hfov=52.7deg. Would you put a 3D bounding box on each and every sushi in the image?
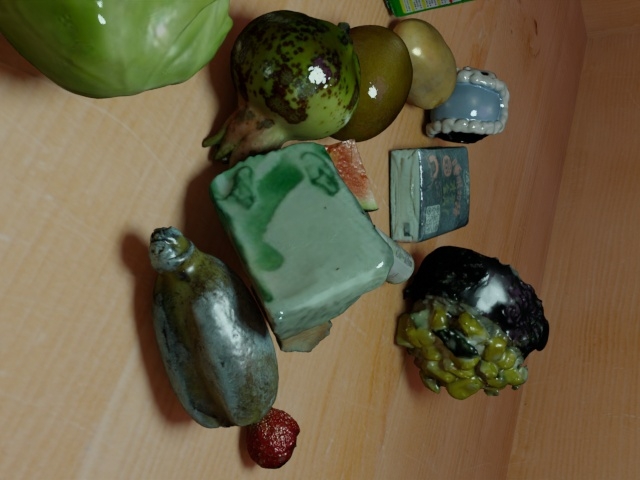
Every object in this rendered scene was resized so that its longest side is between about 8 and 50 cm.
[{"bbox_3d":[0.347,0.209,1.580,0.285,0.328,0.328,-52,136,-27],"label":"sushi"}]

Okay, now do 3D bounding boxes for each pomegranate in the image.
[{"bbox_3d":[-0.049,-0.222,1.011,0.222,0.204,0.276,42,59,-52],"label":"pomegranate"}]

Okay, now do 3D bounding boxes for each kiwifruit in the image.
[{"bbox_3d":[0.077,-0.300,1.220,0.234,0.196,0.196,-62,140,-39],"label":"kiwifruit"}]

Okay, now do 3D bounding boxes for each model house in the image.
[{"bbox_3d":[-0.028,0.047,1.036,0.194,0.267,0.325,-24,151,-11],"label":"model house"}]

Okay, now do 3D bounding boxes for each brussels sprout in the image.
[{"bbox_3d":[-0.235,-0.314,0.687,0.328,0.247,0.327,10,90,-73],"label":"brussels sprout"}]

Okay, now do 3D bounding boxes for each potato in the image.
[{"bbox_3d":[0.243,-0.421,1.530,0.234,0.146,0.150,55,16,-45],"label":"potato"}]

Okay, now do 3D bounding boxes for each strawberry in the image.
[{"bbox_3d":[-0.087,0.339,1.115,0.106,0.106,0.106,-8,100,-57],"label":"strawberry"}]

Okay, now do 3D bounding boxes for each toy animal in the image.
[{"bbox_3d":[0.364,-0.351,1.661,0.156,0.208,0.204,9,88,-50],"label":"toy animal"}]

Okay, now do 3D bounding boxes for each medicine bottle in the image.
[{"bbox_3d":[0.137,0.034,1.440,0.183,0.086,0.086,35,64,-53],"label":"medicine bottle"}]

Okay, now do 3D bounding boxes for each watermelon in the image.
[{"bbox_3d":[-0.002,-0.111,1.142,0.145,0.193,0.137,-20,134,-33],"label":"watermelon"}]

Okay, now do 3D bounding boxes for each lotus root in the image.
[{"bbox_3d":[-0.158,0.120,0.924,0.140,0.158,0.322,-44,122,-59],"label":"lotus root"}]

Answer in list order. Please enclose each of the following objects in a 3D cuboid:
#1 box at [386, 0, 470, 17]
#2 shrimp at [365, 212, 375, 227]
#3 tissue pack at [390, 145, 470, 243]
[{"bbox_3d":[0.254,-0.597,1.412,0.180,0.250,0.103,62,38,-38],"label":"box"},{"bbox_3d":[0.063,-0.079,1.297,0.195,0.035,0.147,46,20,-47],"label":"shrimp"},{"bbox_3d":[0.285,-0.125,1.644,0.316,0.103,0.227,-15,107,-55],"label":"tissue pack"}]
